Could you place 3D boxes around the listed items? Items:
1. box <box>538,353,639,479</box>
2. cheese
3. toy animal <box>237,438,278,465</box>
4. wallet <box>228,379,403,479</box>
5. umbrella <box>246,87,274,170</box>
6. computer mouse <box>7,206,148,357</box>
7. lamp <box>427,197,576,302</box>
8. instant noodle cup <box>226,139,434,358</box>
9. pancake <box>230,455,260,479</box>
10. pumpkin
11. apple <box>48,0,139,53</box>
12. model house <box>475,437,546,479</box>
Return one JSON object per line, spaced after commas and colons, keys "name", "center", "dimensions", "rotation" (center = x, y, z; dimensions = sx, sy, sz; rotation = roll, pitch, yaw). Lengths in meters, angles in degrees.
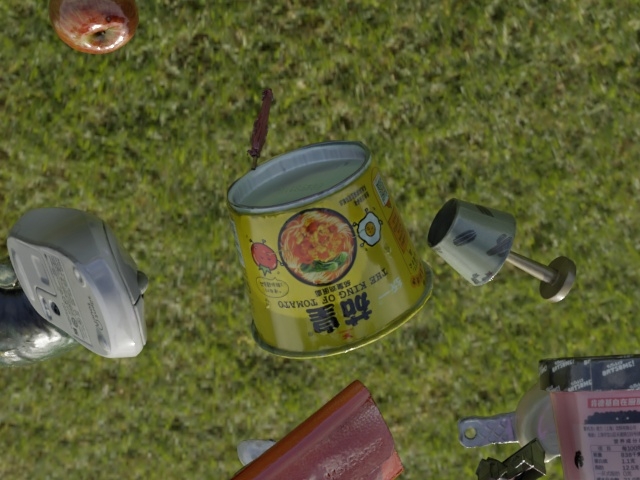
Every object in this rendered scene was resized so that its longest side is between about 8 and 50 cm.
{"name": "box", "center": [0.280, 0.171, 0.921], "dimensions": [0.151, 0.135, 0.151], "rotation": [-3, 172, 0]}
{"name": "cheese", "center": [0.379, 0.320, 1.752], "dimensions": [0.286, 0.082, 0.163], "rotation": [-9, 92, -3]}
{"name": "toy animal", "center": [-0.100, 0.470, 1.790], "dimensions": [0.130, 0.221, 0.104], "rotation": [25, 138, -22]}
{"name": "wallet", "center": [-0.011, 0.253, 1.037], "dimensions": [0.204, 0.045, 0.142], "rotation": [-36, 124, -18]}
{"name": "umbrella", "center": [-0.099, -0.186, 1.674], "dimensions": [0.027, 0.165, 0.025], "rotation": [19, 150, -15]}
{"name": "computer mouse", "center": [-0.305, 0.047, 1.342], "dimensions": [0.121, 0.296, 0.184], "rotation": [-28, 114, -34]}
{"name": "lamp", "center": [0.267, 0.020, 1.488], "dimensions": [0.214, 0.121, 0.121], "rotation": [25, 127, -16]}
{"name": "instant noodle cup", "center": [0.000, 0.000, 1.652], "dimensions": [0.325, 0.325, 0.254], "rotation": [-15, 114, 9]}
{"name": "pancake", "center": [-0.031, 0.392, 1.499], "dimensions": [0.241, 0.050, 0.242], "rotation": [0, 119, -1]}
{"name": "pumpkin", "center": [-0.480, 0.109, 1.719], "dimensions": [0.292, 0.263, 0.197], "rotation": [-20, 95, 2]}
{"name": "apple", "center": [-0.384, -0.390, 1.693], "dimensions": [0.146, 0.131, 0.146], "rotation": [-22, 158, -9]}
{"name": "model house", "center": [0.255, 0.301, 1.352], "dimensions": [0.057, 0.058, 0.083], "rotation": [32, 123, -18]}
